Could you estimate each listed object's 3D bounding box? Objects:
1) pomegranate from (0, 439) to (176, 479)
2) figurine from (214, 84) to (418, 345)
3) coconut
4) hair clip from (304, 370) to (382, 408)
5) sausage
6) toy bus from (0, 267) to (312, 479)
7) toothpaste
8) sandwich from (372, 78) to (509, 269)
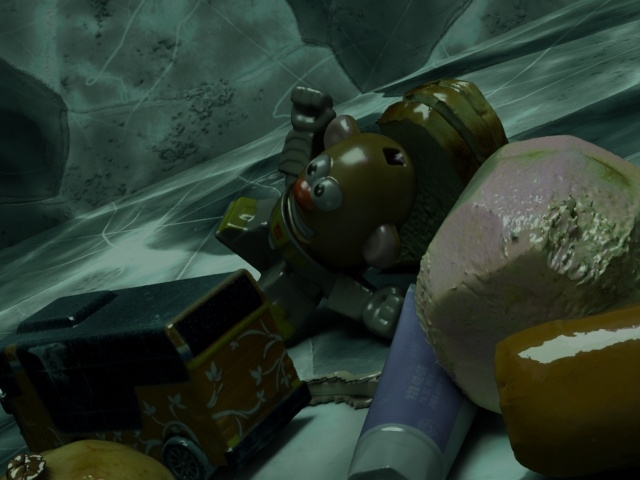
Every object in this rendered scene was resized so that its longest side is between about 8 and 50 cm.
[{"bbox_3d":[-0.202,0.247,1.058,0.196,0.196,0.196,-20,14,5],"label":"pomegranate"},{"bbox_3d":[0.009,-0.026,1.588,0.285,0.342,0.167,-37,-8,38],"label":"figurine"},{"bbox_3d":[0.223,0.025,1.189,0.233,0.233,0.245,-11,22,33],"label":"coconut"},{"bbox_3d":[0.052,0.156,1.352,0.072,0.034,0.226,-28,14,-38],"label":"hair clip"},{"bbox_3d":[0.318,0.098,1.000,0.354,0.116,0.134,-13,55,9],"label":"sausage"},{"bbox_3d":[-0.196,0.151,1.392,0.323,0.194,0.162,-9,20,38],"label":"toy bus"},{"bbox_3d":[0.105,0.143,1.200,0.125,0.080,0.371,27,30,4],"label":"toothpaste"},{"bbox_3d":[0.137,-0.078,1.656,0.099,0.254,0.288,-38,18,-29],"label":"sandwich"}]
